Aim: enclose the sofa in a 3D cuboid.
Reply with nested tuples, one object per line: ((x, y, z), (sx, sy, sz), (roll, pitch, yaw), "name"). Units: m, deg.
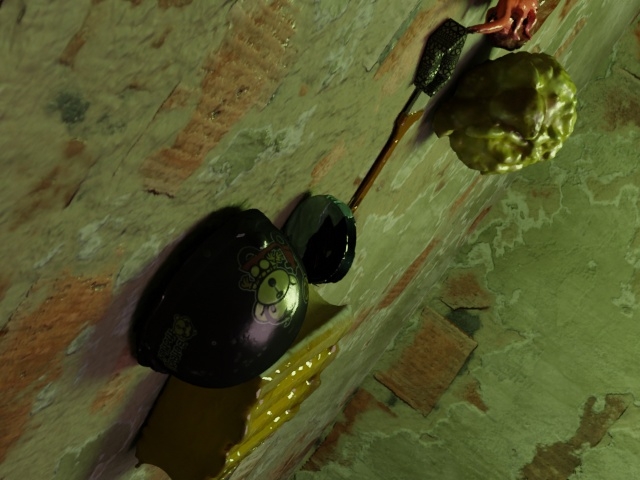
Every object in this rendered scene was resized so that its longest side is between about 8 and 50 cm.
((0.185, -0.279, 1.518), (0.060, 0.039, 0.118), (-44, 164, -27), "sofa")

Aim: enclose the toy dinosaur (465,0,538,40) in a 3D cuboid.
((0.296, -0.386, 1.536), (0.286, 0.070, 0.139), (-21, 125, -60), "toy dinosaur")

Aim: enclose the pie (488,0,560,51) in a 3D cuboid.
((0.382, -0.429, 1.747), (0.204, 0.054, 0.219), (-29, 154, -57), "pie")

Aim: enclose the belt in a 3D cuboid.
((0.000, 0.000, 1.475), (0.058, 0.105, 0.140), (4, 97, -69), "belt")

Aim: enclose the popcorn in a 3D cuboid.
((0.328, -0.230, 1.789), (0.251, 0.206, 0.237), (-9, 169, -32), "popcorn")

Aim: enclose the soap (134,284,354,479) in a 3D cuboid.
((-0.116, 0.236, 1.611), (0.335, 0.156, 0.293), (-30, 152, -57), "soap")

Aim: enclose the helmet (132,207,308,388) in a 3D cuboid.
((-0.111, 0.101, 1.275), (0.230, 0.160, 0.279), (-39, 160, -49), "helmet")

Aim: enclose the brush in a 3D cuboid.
((0.111, -0.143, 1.676), (0.314, 0.017, 0.090), (-57, 165, 25), "brush")
